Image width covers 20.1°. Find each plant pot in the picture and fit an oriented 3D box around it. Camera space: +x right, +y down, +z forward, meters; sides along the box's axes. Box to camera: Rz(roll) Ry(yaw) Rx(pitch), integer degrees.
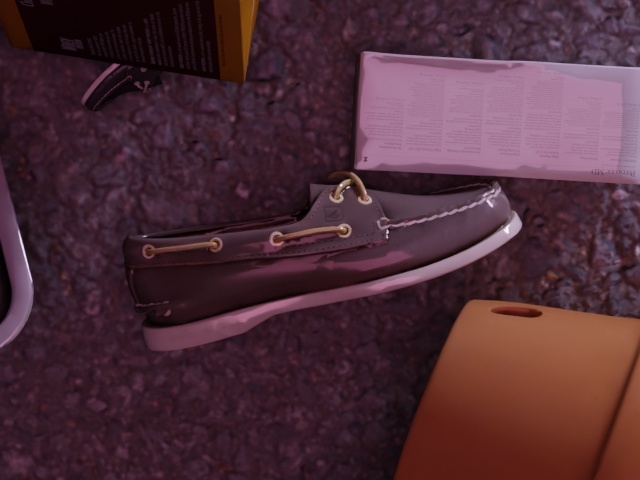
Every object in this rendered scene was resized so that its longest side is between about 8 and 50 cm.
[{"bbox_3d":[0.178,0.173,1.437,0.203,0.291,0.291,20,94,10],"label":"plant pot"}]

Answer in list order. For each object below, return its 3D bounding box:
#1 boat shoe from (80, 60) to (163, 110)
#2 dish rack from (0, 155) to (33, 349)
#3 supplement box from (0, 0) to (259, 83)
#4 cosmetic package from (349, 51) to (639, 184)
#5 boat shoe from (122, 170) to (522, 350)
[{"bbox_3d":[-0.141,-0.144,1.485,0.125,0.046,0.038,-41,92,-8],"label":"boat shoe"},{"bbox_3d":[-0.384,-0.028,1.415,0.285,0.072,0.333,-16,71,-4],"label":"dish rack"},{"bbox_3d":[-0.144,-0.223,1.379,0.194,0.191,0.129,9,76,1],"label":"supplement box"},{"bbox_3d":[0.146,-0.101,1.503,0.239,0.060,0.099,3,93,-5],"label":"cosmetic package"},{"bbox_3d":[0.000,0.000,1.476,0.324,0.116,0.097,-16,100,3],"label":"boat shoe"}]
